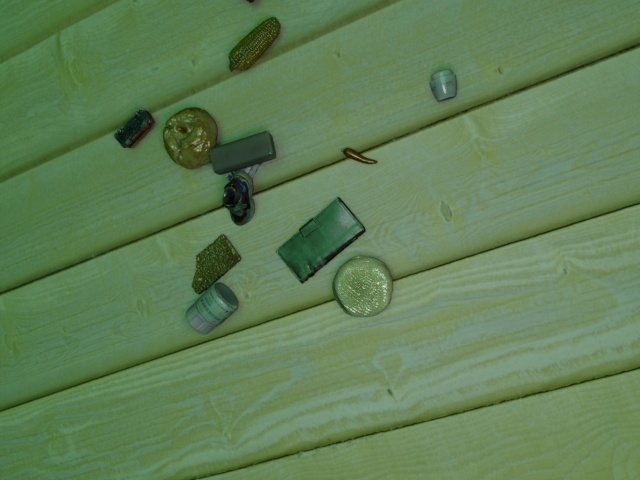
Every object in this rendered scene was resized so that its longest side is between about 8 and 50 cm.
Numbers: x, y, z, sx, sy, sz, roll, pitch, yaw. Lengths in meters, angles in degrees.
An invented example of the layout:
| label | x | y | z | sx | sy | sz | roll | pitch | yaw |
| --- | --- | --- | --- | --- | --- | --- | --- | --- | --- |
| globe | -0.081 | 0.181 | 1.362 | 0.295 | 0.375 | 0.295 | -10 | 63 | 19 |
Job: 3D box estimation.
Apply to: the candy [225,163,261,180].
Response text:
| label | x | y | z | sx | sy | sz | roll | pitch | yaw |
| --- | --- | --- | --- | --- | --- | --- | --- | --- | --- |
| candy | -0.288 | -0.288 | 1.862 | 0.092 | 0.073 | 0.160 | 29 | 95 | 10 |

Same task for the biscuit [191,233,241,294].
| label | x | y | z | sx | sy | sz | roll | pitch | yaw |
| --- | --- | --- | --- | --- | --- | --- | --- | --- | --- |
| biscuit | -0.430 | 0.095 | 1.915 | 0.237 | 0.026 | 0.131 | -39 | 79 | 11 |

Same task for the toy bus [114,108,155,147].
| label | x | y | z | sx | sy | sz | roll | pitch | yaw |
| --- | --- | --- | --- | --- | --- | --- | --- | --- | --- |
| toy bus | -0.746 | -0.453 | 1.972 | 0.174 | 0.077 | 0.079 | -42 | 80 | 9 |

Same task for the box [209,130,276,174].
| label | x | y | z | sx | sy | sz | roll | pitch | yaw |
| --- | --- | --- | --- | --- | --- | --- | --- | --- | --- |
| box | -0.288 | -0.322 | 1.797 | 0.243 | 0.055 | 0.103 | -14 | 83 | 14 |

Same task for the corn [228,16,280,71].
| label | x | y | z | sx | sy | sz | roll | pitch | yaw |
| --- | --- | --- | --- | --- | --- | --- | --- | --- | --- |
| corn | -0.255 | -0.743 | 1.851 | 0.261 | 0.097 | 0.097 | -43 | 80 | 6 |

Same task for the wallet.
| label | x | y | z | sx | sy | sz | roll | pitch | yaw |
| --- | --- | --- | --- | --- | --- | --- | --- | --- | --- |
| wallet | 0.000 | 0.000 | 1.803 | 0.317 | 0.044 | 0.169 | -41 | 84 | 11 |

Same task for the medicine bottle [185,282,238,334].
| label | x | y | z | sx | sy | sz | roll | pitch | yaw |
| --- | --- | --- | --- | --- | --- | --- | --- | --- | --- |
| medicine bottle | -0.413 | 0.261 | 1.854 | 0.168 | 0.135 | 0.135 | -41 | 80 | 11 |

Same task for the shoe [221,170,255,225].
| label | x | y | z | sx | sy | sz | roll | pitch | yaw |
| --- | --- | --- | --- | --- | --- | --- | --- | --- | --- |
| shoe | -0.311 | -0.138 | 1.806 | 0.099 | 0.125 | 0.228 | 15 | 125 | 13 |

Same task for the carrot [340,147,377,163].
| label | x | y | z | sx | sy | sz | roll | pitch | yaw |
| --- | --- | --- | --- | --- | --- | --- | --- | --- | --- |
| carrot | 0.141 | -0.306 | 1.781 | 0.142 | 0.035 | 0.035 | 24 | 95 | 6 |

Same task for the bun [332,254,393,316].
| label | x | y | z | sx | sy | sz | roll | pitch | yaw |
| --- | --- | --- | --- | --- | --- | --- | --- | --- | --- |
| bun | 0.151 | 0.160 | 1.718 | 0.220 | 0.134 | 0.221 | -1 | 84 | 12 |

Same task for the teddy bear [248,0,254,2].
| label | x | y | z | sx | sy | sz | roll | pitch | yaw |
| --- | --- | --- | --- | --- | --- | --- | --- | --- | --- |
| teddy bear | -0.252 | -1.006 | 1.839 | 0.177 | 0.140 | 0.190 | 43 | 107 | 8 |

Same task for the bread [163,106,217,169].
| label | x | y | z | sx | sy | sz | roll | pitch | yaw |
| --- | --- | --- | --- | --- | --- | --- | --- | --- | --- |
| bread | -0.508 | -0.399 | 1.887 | 0.244 | 0.134 | 0.245 | -1 | 87 | 16 |

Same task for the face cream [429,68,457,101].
| label | x | y | z | sx | sy | sz | roll | pitch | yaw |
| --- | --- | --- | --- | --- | --- | --- | --- | --- | --- |
| face cream | 0.428 | -0.537 | 1.684 | 0.091 | 0.091 | 0.095 | -13 | 94 | 13 |
